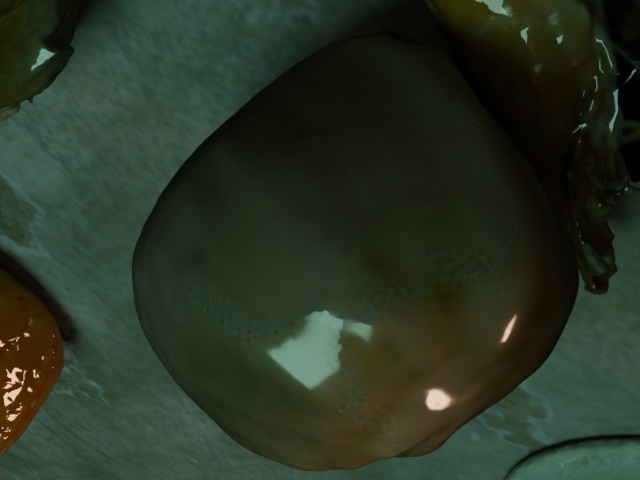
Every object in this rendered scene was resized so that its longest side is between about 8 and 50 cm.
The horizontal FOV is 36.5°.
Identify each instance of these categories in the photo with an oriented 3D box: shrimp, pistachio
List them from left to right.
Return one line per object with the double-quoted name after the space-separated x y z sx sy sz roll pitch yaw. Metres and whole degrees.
0.000 0.000 0.453 0.166 0.197 0.288 1 -172 -25 "pistachio"
0.120 -0.084 0.390 0.152 0.063 0.287 -2 132 28 "shrimp"

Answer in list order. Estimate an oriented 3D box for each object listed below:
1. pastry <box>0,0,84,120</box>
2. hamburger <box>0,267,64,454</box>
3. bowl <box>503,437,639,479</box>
-0.253 -0.162 0.530 0.257 0.121 0.236 25 152 -6 "pastry"
-0.389 0.126 0.951 0.163 0.244 0.244 16 144 44 "hamburger"
0.291 0.345 0.662 0.434 0.196 0.435 22 145 17 "bowl"
